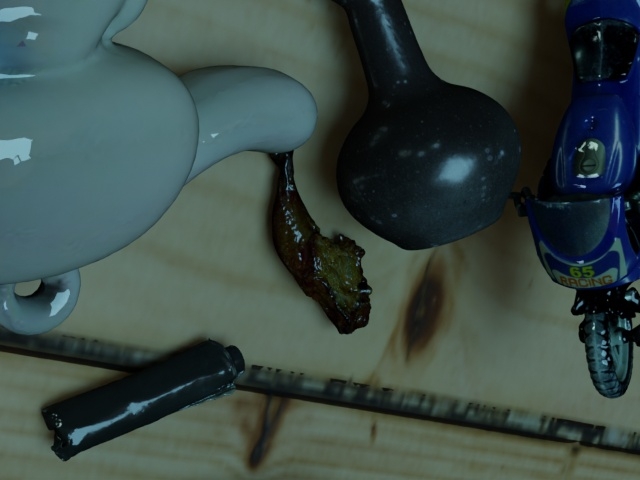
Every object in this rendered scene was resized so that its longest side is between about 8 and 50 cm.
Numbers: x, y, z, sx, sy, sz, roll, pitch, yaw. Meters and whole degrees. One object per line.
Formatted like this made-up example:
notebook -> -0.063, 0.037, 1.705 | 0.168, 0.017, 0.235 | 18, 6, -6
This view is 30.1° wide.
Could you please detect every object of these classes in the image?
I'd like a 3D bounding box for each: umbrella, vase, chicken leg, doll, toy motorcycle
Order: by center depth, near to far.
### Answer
doll -> -0.182, -0.115, 0.564 | 0.376, 0.187, 0.366 | -46, 135, -45
umbrella -> -0.108, 0.096, 0.741 | 0.133, 0.031, 0.036 | -20, 115, -27
vase -> 0.054, -0.090, 0.749 | 0.120, 0.120, 0.183 | -24, 101, -24
chicken leg -> -0.002, 0.003, 0.779 | 0.145, 0.037, 0.062 | 56, 51, -31
toy motorcycle -> 0.194, -0.059, 0.799 | 0.169, 0.113, 0.315 | 38, 55, -56
